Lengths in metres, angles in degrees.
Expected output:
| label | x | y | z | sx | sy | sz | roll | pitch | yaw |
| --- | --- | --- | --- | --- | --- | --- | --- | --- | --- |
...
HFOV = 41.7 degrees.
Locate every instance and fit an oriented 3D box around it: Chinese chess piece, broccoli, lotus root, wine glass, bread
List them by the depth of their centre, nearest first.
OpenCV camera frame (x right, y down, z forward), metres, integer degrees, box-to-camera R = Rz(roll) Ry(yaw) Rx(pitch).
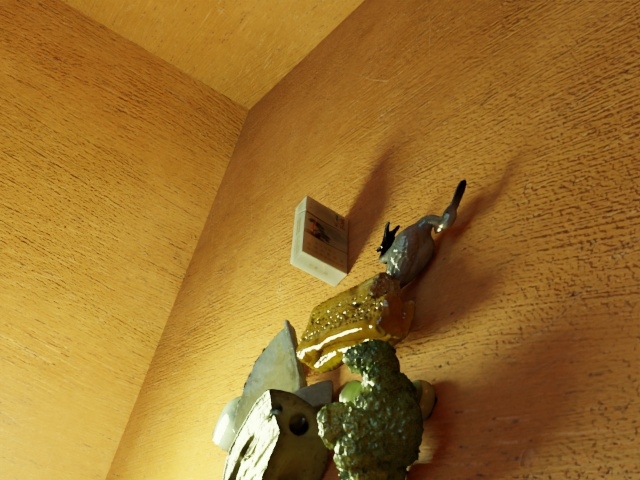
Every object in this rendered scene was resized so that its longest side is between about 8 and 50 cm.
| label | x | y | z | sx | sy | sz | roll | pitch | yaw |
| --- | --- | --- | --- | --- | --- | --- | --- | --- | --- |
| broccoli | 0.073 | 0.312 | 1.583 | 0.302 | 0.186 | 0.254 | -125 | 37 | -51 |
| Chinese chess piece | 0.188 | 0.310 | 1.620 | 0.084 | 0.034 | 0.084 | -52 | 22 | 31 |
| bread | 0.087 | 0.177 | 1.867 | 0.380 | 0.109 | 0.185 | -33 | 26 | 55 |
| lotus root | -0.099 | 0.500 | 1.876 | 0.314 | 0.141 | 0.210 | -63 | 34 | 18 |
| wine glass | -0.183 | 0.442 | 2.209 | 0.241 | 0.126 | 0.126 | -56 | 21 | 9 |

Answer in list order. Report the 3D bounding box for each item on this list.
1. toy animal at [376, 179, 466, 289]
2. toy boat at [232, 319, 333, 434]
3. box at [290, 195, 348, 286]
| label | x | y | z | sx | sy | sz | roll | pitch | yaw |
| --- | --- | --- | --- | --- | --- | --- | --- | --- | --- |
| toy animal | 0.206 | 0.007 | 1.869 | 0.324 | 0.090 | 0.195 | -38 | 37 | 55 |
| toy boat | -0.102 | 0.382 | 2.046 | 0.276 | 0.111 | 0.293 | -47 | 36 | 5 |
| box | 0.000 | 0.000 | 2.296 | 0.067 | 0.149 | 0.233 | -44 | 27 | 33 |
